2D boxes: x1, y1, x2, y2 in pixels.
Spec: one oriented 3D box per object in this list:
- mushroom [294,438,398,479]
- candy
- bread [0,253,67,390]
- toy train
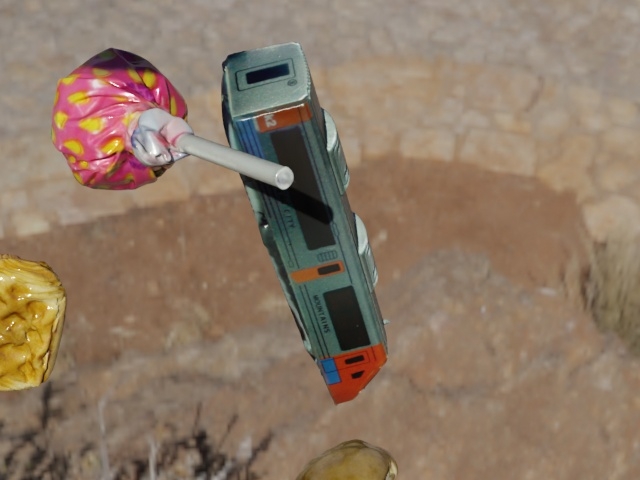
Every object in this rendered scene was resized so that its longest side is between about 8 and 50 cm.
[{"bbox_3d":[0.072,0.336,1.343,0.128,0.350,0.128,-21,18,7],"label":"mushroom"},{"bbox_3d":[-0.113,-0.078,1.218,0.124,0.124,0.365,-23,23,-23],"label":"candy"},{"bbox_3d":[-0.233,0.061,1.131,0.083,0.110,0.044,8,28,-13],"label":"bread"},{"bbox_3d":[0.000,0.000,1.393,0.089,0.409,0.086,-14,46,5],"label":"toy train"}]
